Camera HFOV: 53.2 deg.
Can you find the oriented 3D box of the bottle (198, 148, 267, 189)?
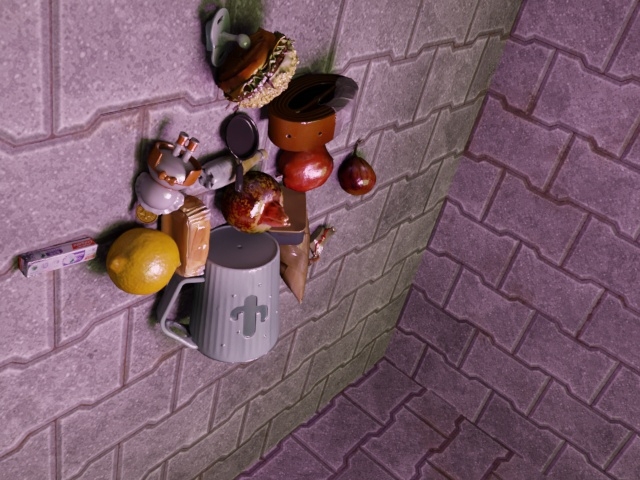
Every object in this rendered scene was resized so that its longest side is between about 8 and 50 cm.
[{"bbox_3d":[-0.258,-0.226,1.941,0.269,0.083,0.083,-32,146,-49],"label":"bottle"}]

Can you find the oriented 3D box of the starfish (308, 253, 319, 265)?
[{"bbox_3d":[-0.107,0.084,2.538,0.238,0.213,0.057,-107,-169,-73],"label":"starfish"}]

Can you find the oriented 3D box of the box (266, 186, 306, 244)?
[{"bbox_3d":[-0.122,-0.082,2.195,0.090,0.144,0.201,97,-7,-51],"label":"box"}]

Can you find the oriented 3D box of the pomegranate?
[{"bbox_3d":[-0.190,-0.104,2.009,0.214,0.248,0.214,-33,142,-32],"label":"pomegranate"}]

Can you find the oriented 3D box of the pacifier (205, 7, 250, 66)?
[{"bbox_3d":[-0.230,-0.513,1.619,0.127,0.116,0.150,-66,166,-50],"label":"pacifier"}]

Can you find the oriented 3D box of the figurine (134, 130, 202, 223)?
[{"bbox_3d":[-0.409,-0.160,1.691,0.271,0.143,0.143,-59,155,3],"label":"figurine"}]

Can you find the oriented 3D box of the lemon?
[{"bbox_3d":[-0.485,0.056,1.755,0.244,0.186,0.187,-7,126,-57],"label":"lemon"}]

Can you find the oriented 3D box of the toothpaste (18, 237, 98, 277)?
[{"bbox_3d":[-0.655,0.041,1.601,0.196,0.040,0.047,-21,142,-50],"label":"toothpaste"}]

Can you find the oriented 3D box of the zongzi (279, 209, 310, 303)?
[{"bbox_3d":[-0.088,0.035,2.317,0.145,0.300,0.274,-3,129,-18],"label":"zongzi"}]

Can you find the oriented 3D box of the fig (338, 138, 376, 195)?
[{"bbox_3d":[0.137,-0.267,2.533,0.202,0.148,0.149,63,21,-20],"label":"fig"}]

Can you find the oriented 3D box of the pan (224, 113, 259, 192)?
[{"bbox_3d":[-0.238,-0.256,1.882,0.136,0.028,0.235,16,75,-51],"label":"pan"}]

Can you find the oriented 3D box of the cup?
[{"bbox_3d":[-0.308,0.194,2.100,0.401,0.310,0.392,-32,141,-44],"label":"cup"}]

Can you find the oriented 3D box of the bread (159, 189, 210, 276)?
[{"bbox_3d":[-0.394,-0.017,1.874,0.107,0.136,0.241,-29,141,-43],"label":"bread"}]

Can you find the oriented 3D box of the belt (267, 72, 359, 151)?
[{"bbox_3d":[-0.021,-0.407,1.981,0.338,0.217,0.122,-38,150,-36],"label":"belt"}]

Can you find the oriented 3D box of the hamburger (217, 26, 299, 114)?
[{"bbox_3d":[-0.165,-0.440,1.678,0.261,0.243,0.138,-44,122,3],"label":"hamburger"}]

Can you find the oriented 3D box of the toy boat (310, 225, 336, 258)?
[{"bbox_3d":[0.000,-0.001,2.644,0.071,0.089,0.185,46,62,-25],"label":"toy boat"}]

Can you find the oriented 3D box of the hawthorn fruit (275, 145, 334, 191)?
[{"bbox_3d":[-0.064,-0.251,2.165,0.202,0.185,0.185,-27,146,-17],"label":"hawthorn fruit"}]
